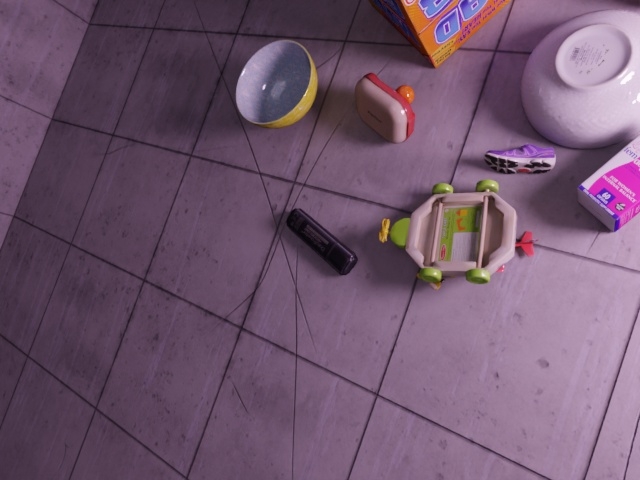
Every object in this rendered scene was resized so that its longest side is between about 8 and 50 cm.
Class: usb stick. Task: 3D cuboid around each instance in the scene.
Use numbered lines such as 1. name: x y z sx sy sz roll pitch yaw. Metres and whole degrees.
1. usb stick: 0.000 0.000 1.486 0.278 0.045 0.077 41 105 30

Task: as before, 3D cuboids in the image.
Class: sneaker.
1. sneaker: 0.507 -0.213 1.257 0.169 0.068 0.071 8 66 22

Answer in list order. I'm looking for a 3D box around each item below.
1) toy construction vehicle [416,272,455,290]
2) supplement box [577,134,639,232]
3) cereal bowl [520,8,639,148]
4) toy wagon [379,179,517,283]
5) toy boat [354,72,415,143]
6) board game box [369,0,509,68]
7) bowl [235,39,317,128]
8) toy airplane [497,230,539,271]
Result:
1. toy construction vehicle: 0.313 0.080 1.299 0.086 0.035 0.098 40 90 30
2. supplement box: 0.699 -0.141 1.092 0.220 0.114 0.111 -43 60 11
3. cereal bowl: 0.648 -0.399 1.170 0.338 0.141 0.340 -7 75 27
4. toy wagon: 0.321 -0.021 1.275 0.344 0.068 0.268 -1 64 32
5. toy boat: 0.207 -0.402 1.435 0.151 0.151 0.231 -34 60 -16
6. board game box: 0.300 -0.782 1.333 0.356 0.356 0.357 -41 61 14
7. bowl: -0.116 -0.480 1.606 0.289 0.156 0.290 -8 73 27
8. toy airplane: 0.466 0.009 1.231 0.151 0.028 0.151 -14 60 25
